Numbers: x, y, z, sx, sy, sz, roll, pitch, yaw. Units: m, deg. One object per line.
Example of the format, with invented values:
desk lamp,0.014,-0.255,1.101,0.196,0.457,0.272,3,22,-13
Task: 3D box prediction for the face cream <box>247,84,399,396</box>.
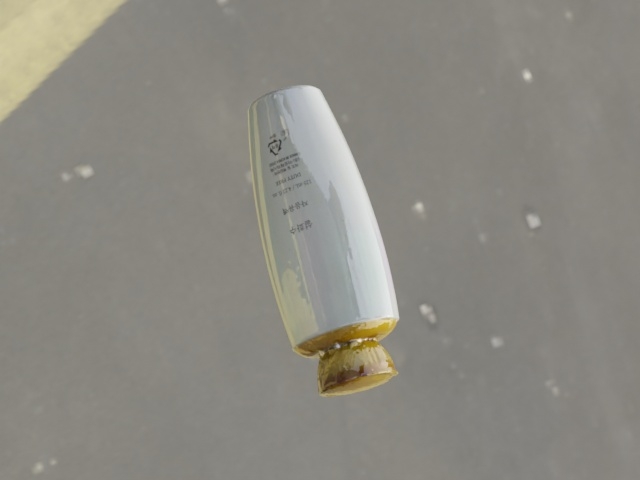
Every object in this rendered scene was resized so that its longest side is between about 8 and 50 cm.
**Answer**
face cream,0.000,0.000,0.883,0.051,0.072,0.182,17,54,-63
